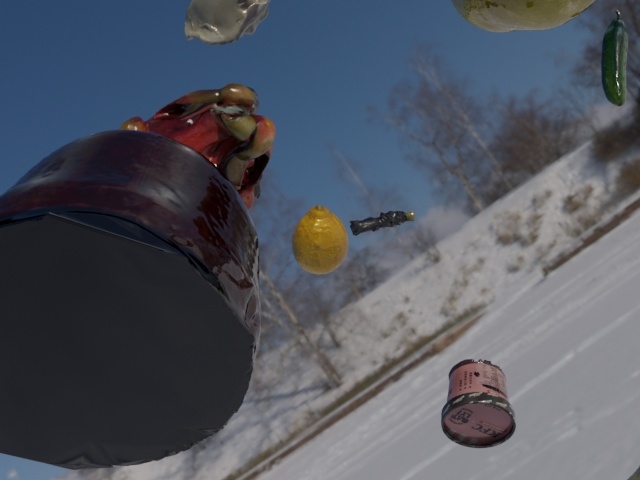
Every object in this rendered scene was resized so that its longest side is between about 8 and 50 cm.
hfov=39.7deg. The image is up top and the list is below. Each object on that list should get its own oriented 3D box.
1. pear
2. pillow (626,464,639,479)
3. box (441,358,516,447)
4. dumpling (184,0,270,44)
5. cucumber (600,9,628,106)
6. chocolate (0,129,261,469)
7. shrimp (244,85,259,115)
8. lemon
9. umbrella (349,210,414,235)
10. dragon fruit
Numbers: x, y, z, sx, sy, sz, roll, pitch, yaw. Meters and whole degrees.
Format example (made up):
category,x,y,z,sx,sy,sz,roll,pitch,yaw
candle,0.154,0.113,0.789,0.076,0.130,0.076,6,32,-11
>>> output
category,x,y,z,sx,sy,sz,roll,pitch,yaw
pear,0.350,-0.542,1.617,0.191,0.340,0.386,-24,-18,-34
pillow,0.675,0.412,1.600,0.302,0.075,0.185,-40,31,-21
box,0.328,0.334,1.846,0.151,0.151,0.135,-44,24,37
dumpling,-0.138,-0.376,1.442,0.188,0.127,0.108,-37,-36,0
cucumber,0.635,-0.392,1.913,0.056,0.250,0.056,8,-24,4
chocolate,-0.243,0.029,1.036,0.383,0.331,0.384,-1,-49,-2
shrimp,-0.135,-0.213,1.478,0.065,0.056,0.165,-20,32,17
lemon,0.000,0.000,2.190,0.142,0.142,0.187,-25,-55,-38
umbrella,0.134,-0.042,1.927,0.144,0.040,0.037,-12,-7,-9
dragon fruit,-0.186,-0.112,1.359,0.307,0.227,0.243,-5,-40,21
